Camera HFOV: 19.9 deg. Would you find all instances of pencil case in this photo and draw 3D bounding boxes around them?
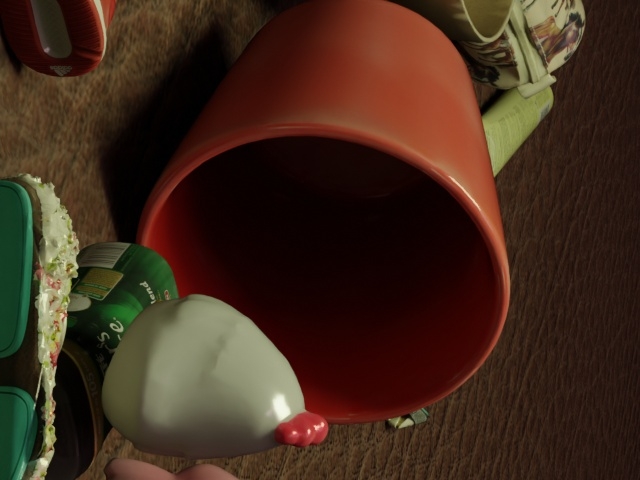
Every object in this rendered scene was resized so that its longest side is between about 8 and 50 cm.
[{"bbox_3d":[0.172,-0.305,1.919,0.410,0.159,0.184,52,27,-62],"label":"pencil case"}]

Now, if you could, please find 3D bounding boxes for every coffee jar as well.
[{"bbox_3d":[-0.152,0.077,1.130,0.184,0.079,0.096,-52,140,-59],"label":"coffee jar"}]

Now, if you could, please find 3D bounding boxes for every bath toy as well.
[{"bbox_3d":[-0.085,0.198,1.110,0.151,0.129,0.348,-47,155,-65],"label":"bath toy"}]

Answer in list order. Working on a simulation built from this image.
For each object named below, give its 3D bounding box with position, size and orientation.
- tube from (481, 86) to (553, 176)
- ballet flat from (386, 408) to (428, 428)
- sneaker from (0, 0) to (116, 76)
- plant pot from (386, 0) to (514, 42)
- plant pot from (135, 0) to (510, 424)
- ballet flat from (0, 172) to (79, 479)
[{"bbox_3d":[0.227,-0.141,2.273,0.070,0.062,0.240,45,34,-1],"label":"tube"},{"bbox_3d":[0.081,0.173,1.901,0.114,0.041,0.041,57,39,-59],"label":"ballet flat"},{"bbox_3d":[-0.162,-0.222,1.107,0.128,0.087,0.221,-78,173,-51],"label":"sneaker"},{"bbox_3d":[0.050,-0.308,1.520,0.284,0.190,0.284,2,90,-71],"label":"plant pot"},{"bbox_3d":[0.013,-0.041,1.372,0.243,0.274,0.275,-80,162,-52],"label":"plant pot"},{"bbox_3d":[-0.169,0.082,0.991,0.077,0.091,0.241,44,52,-61],"label":"ballet flat"}]
